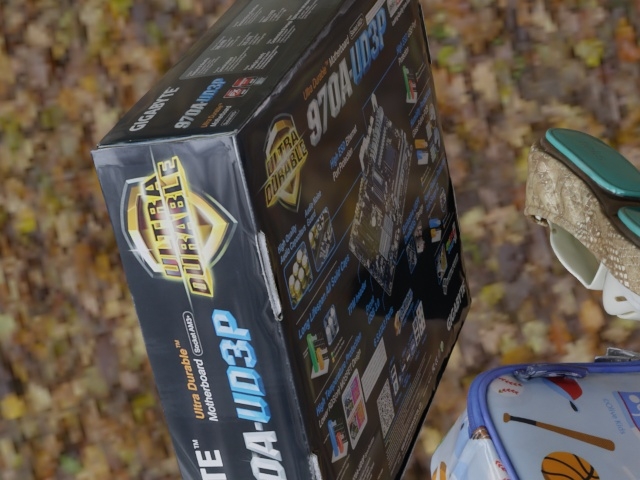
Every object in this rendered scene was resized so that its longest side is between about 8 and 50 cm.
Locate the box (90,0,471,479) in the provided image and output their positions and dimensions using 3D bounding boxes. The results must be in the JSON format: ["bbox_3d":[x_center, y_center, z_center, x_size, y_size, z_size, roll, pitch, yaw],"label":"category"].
[{"bbox_3d":[0.000,0.000,0.616,0.051,0.220,0.175,-3,116,19],"label":"box"}]

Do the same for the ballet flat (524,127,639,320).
[{"bbox_3d":[0.168,0.004,0.902,0.206,0.073,0.067,-123,43,-62],"label":"ballet flat"}]

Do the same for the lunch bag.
[{"bbox_3d":[0.216,0.202,1.072,0.115,0.243,0.303,113,150,-42],"label":"lunch bag"}]
